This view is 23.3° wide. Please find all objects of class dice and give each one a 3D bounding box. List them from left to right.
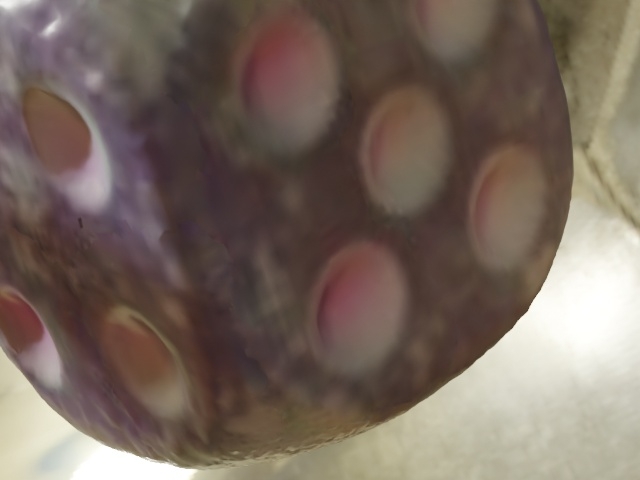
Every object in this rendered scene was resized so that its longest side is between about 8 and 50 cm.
[{"bbox_3d":[-0.046,-0.054,0.855,0.270,0.270,0.271,7,120,49],"label":"dice"}]
